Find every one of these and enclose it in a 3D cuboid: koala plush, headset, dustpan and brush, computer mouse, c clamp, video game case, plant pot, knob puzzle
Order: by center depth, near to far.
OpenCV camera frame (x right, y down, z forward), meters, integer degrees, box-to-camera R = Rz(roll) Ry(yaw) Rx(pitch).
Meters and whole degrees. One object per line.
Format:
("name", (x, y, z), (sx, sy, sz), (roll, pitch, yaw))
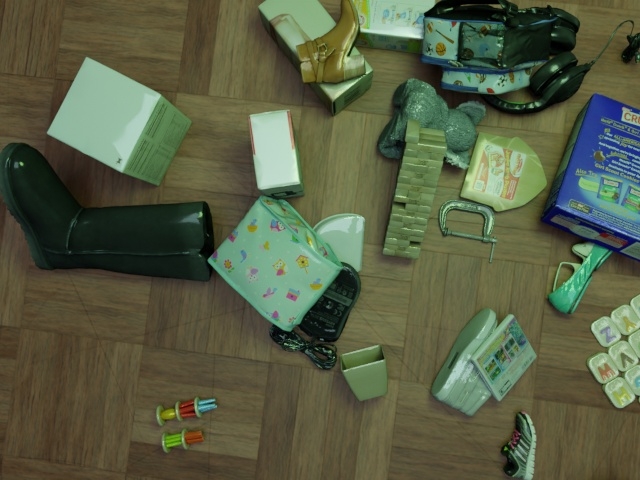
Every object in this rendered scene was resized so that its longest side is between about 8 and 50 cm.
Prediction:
("video game case", (0.442, 0.281, 1.485), (0.157, 0.019, 0.143), (-42, 112, -20))
("koala plush", (0.282, -0.275, 1.495), (0.221, 0.203, 0.196), (20, 85, -10))
("headset", (0.576, -0.444, 1.519), (0.394, 0.185, 0.243), (-9, 84, 18))
("plant pot", (0.114, 0.329, 1.521), (0.109, 0.109, 0.096), (-15, 100, 3))
("knob puzzle", (0.466, -0.164, 1.547), (0.213, 0.030, 0.213), (0, 87, 4))
("computer mouse", (0.007, 0.169, 1.551), (0.189, 0.072, 0.272), (29, 102, 2))
("c clamp", (0.371, -0.031, 1.552), (0.161, 0.022, 0.137), (16, 89, 4))
("dustpan and brush", (0.000, 0.000, 1.565), (0.211, 0.060, 0.147), (3, 99, -3))

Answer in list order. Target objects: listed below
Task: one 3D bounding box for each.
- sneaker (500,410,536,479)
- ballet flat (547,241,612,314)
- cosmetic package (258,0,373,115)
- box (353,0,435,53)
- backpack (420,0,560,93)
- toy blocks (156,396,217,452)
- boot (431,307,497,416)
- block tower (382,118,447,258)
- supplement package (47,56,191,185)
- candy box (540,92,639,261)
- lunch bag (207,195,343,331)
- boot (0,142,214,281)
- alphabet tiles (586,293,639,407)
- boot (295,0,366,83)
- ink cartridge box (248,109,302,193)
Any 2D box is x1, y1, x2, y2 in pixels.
("sneaker", (0.478, 0.501, 1.506), (0.075, 0.063, 0.170), (0, 93, -2))
("ballet flat", (0.637, 0.061, 1.506), (0.087, 0.083, 0.247), (35, 89, 18))
("cosmetic package", (-0.010, -0.474, 1.529), (0.129, 0.153, 0.296), (-37, 85, 1))
("box", (0.172, -0.541, 1.536), (0.203, 0.114, 0.103), (9, 90, 4))
("backpack", (0.364, -0.445, 1.404), (0.263, 0.277, 0.213), (27, 119, 33))
("toy blocks", (-0.329, 0.463, 1.564), (0.148, 0.054, 0.123), (-13, 87, 3))
("boot", (0.387, 0.301, 1.517), (0.123, 0.095, 0.258), (31, 93, -8))
("block tower", (0.215, -0.106, 1.442), (0.097, 0.091, 0.335), (8, 125, 3))
("supplement package", (-0.471, -0.275, 1.494), (0.199, 0.263, 0.198), (27, 90, 4))
("candy box", (0.702, -0.147, 1.452), (0.268, 0.122, 0.317), (24, 75, 5))
("lunch bag", (-0.096, 0.057, 1.483), (0.262, 0.160, 0.223), (44, 104, 15))
("boot", (-0.488, -0.064, 1.477), (0.445, 0.367, 0.146), (5, 44, 7))
("alphabet tiles", (0.807, 0.282, 1.515), (0.284, 0.021, 0.278), (-32, 87, 2))
("boot", (0.018, -0.459, 1.418), (0.152, 0.073, 0.197), (-7, 85, 7))
("ink cartridge box", (-0.100, -0.196, 1.482), (0.100, 0.237, 0.171), (-8, 87, 1))
